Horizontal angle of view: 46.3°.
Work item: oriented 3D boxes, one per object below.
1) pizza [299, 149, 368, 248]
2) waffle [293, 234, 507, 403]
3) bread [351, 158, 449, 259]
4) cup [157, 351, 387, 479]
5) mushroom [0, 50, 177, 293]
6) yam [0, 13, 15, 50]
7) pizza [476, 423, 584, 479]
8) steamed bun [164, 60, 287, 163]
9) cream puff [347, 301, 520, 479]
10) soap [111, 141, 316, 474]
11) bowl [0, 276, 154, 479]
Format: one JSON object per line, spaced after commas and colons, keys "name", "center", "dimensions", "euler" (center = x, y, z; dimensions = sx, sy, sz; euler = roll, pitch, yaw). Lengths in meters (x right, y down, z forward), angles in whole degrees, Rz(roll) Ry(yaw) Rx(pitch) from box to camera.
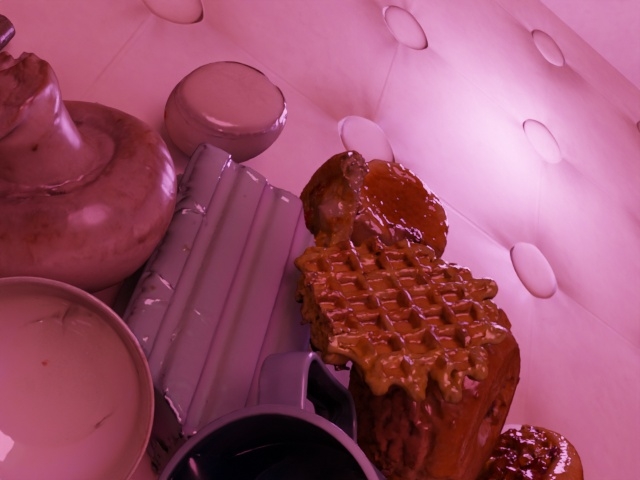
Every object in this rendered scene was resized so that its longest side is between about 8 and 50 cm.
{"name": "pizza", "center": [0.000, 0.000, 1.210], "dimensions": [0.075, 0.280, 0.287], "euler": [14, 63, -14]}
{"name": "waffle", "center": [0.096, 0.093, 1.008], "dimensions": [0.307, 0.060, 0.312], "euler": [15, 32, 12]}
{"name": "bread", "center": [0.120, -0.032, 1.400], "dimensions": [0.244, 0.134, 0.244], "euler": [19, 54, -28]}
{"name": "cup", "center": [-0.031, 0.331, 0.859], "dimensions": [0.331, 0.257, 0.311], "euler": [58, 0, 34]}
{"name": "mushroom", "center": [-0.327, -0.085, 0.925], "dimensions": [0.297, 0.290, 0.297], "euler": [3, 46, -3]}
{"name": "yam", "center": [-0.506, -0.290, 1.114], "dimensions": [0.054, 0.054, 0.132], "euler": [33, 47, -18]}
{"name": "pizza", "center": [0.305, 0.377, 1.220], "dimensions": [0.081, 0.229, 0.289], "euler": [62, 10, -6]}
{"name": "steamed bun", "center": [-0.167, -0.205, 1.279], "dimensions": [0.177, 0.130, 0.228], "euler": [44, 43, 8]}
{"name": "cream puff", "center": [0.162, 0.235, 1.161], "dimensions": [0.231, 0.343, 0.327], "euler": [20, 12, 24]}
{"name": "soap", "center": [-0.149, 0.101, 1.063], "dimensions": [0.261, 0.156, 0.446], "euler": [32, 45, -22]}
{"name": "bowl", "center": [-0.323, 0.176, 0.840], "dimensions": [0.277, 0.145, 0.277], "euler": [0, 90, -9]}
